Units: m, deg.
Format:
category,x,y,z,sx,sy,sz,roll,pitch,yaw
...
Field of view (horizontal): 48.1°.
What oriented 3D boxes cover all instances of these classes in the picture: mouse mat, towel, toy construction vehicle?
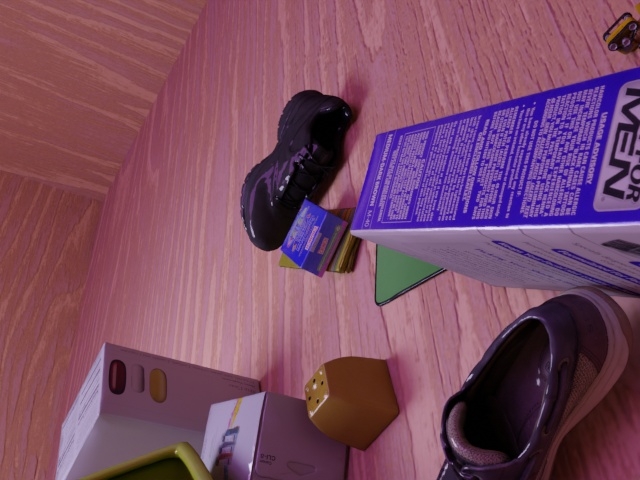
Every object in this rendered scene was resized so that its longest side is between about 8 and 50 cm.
category,x,y,z,sx,sy,sz,roll,pitch,yaw
mouse mat,0.122,-0.013,0.888,0.190,0.007,0.152,-38,40,52
towel,0.000,0.000,1.119,0.237,0.021,0.102,0,67,65
toy construction vehicle,0.301,-0.189,0.621,0.098,0.035,0.086,-50,21,33

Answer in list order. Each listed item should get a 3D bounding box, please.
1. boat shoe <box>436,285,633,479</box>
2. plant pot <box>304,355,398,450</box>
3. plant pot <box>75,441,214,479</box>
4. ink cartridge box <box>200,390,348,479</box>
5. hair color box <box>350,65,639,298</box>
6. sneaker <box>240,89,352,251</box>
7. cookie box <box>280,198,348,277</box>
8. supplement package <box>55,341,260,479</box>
category,x,y,z,sx,sy,sz,roll,pitch,yaw
boat shoe,0.142,0.159,0.586,0.103,0.092,0.285,55,132,45
plant pot,0.029,0.185,0.846,0.081,0.083,0.081,-54,29,30
plant pot,-0.204,0.384,0.791,0.227,0.228,0.207,-171,65,-69
ink cartridge box,-0.062,0.274,0.918,0.176,0.128,0.127,-28,48,55
hair color box,0.188,-0.027,0.546,0.339,0.185,0.110,3,76,64
sneaker,-0.039,-0.116,1.170,0.130,0.109,0.286,17,86,57
cookie box,-0.011,-0.005,1.066,0.091,0.040,0.107,-64,23,5
supplement package,-0.247,0.305,1.116,0.204,0.262,0.145,-57,28,27
